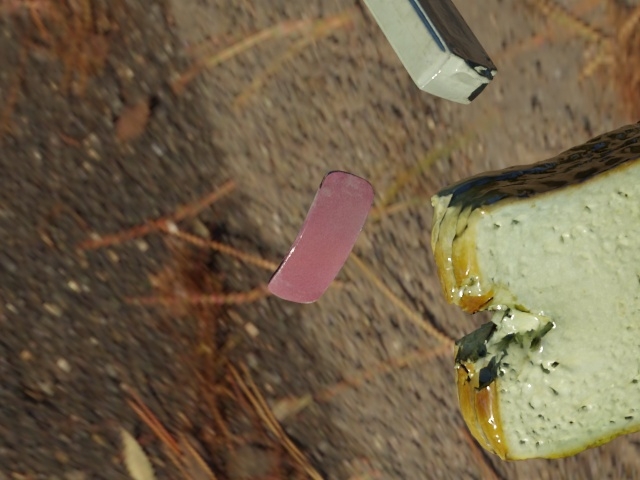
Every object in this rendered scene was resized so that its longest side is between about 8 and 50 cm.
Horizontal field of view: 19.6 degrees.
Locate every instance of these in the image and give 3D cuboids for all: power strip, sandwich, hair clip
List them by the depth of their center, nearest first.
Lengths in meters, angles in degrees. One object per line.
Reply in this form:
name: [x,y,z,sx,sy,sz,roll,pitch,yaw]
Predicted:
sandwich: [0.227,0.054,1.655,0.249,0.095,0.273,-17,110,-17]
hair clip: [0.000,0.001,1.668,0.054,0.022,0.137,20,113,-23]
power strip: [0.080,-0.228,1.739,0.052,0.078,0.272,-48,51,27]
